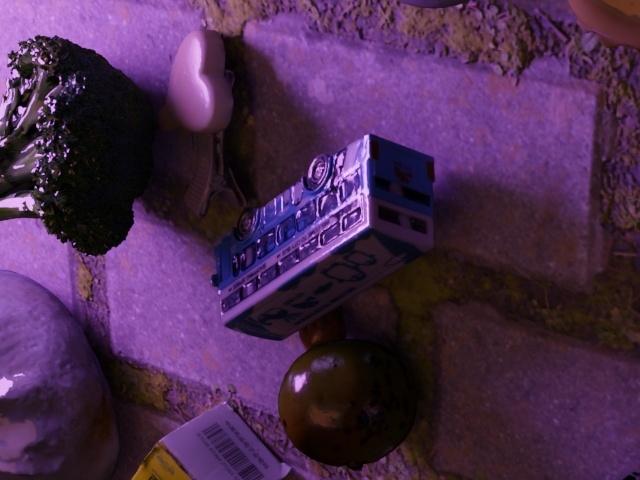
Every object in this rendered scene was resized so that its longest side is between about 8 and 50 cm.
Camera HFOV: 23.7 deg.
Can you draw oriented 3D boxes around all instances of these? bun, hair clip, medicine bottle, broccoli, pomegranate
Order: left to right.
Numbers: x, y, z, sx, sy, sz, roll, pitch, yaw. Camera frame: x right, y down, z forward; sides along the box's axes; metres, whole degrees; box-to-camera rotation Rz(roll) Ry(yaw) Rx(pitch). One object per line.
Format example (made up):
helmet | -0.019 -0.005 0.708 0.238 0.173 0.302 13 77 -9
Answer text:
bun | -0.433 0.224 2.067 0.361 0.211 0.362 18 122 31
broccoli | -0.307 -0.107 1.793 0.241 0.261 0.269 -28 95 2
medicine bottle | -0.166 0.345 1.969 0.137 0.141 0.250 47 131 15
hair clip | -0.139 -0.140 1.775 0.159 0.071 0.219 28 125 51
pomegranate | 0.025 0.164 1.744 0.159 0.159 0.205 -40 60 41

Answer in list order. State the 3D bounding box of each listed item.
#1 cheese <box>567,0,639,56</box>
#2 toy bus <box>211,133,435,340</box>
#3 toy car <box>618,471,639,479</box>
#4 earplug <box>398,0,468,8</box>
cheese | 0.309 -0.303 1.297 0.259 0.128 0.316 34 121 31
toy bus | 0.000 0.000 1.667 0.297 0.106 0.131 -35 48 44
toy car | 0.282 0.328 1.651 0.076 0.090 0.224 41 130 23
earplug | 0.053 -0.356 1.447 0.214 0.175 0.325 -23 128 40
